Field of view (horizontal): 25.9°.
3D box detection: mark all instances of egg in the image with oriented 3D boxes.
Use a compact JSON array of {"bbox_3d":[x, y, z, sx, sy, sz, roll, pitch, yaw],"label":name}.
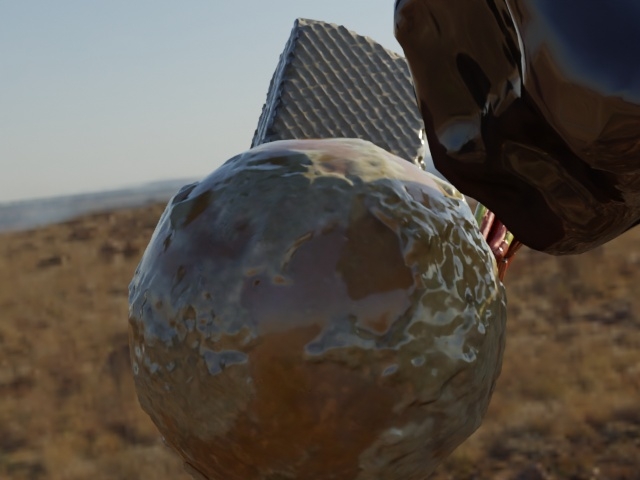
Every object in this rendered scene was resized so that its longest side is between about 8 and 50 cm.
[{"bbox_3d":[-0.006,0.046,0.745,0.203,0.203,0.245,-7,-12,-21],"label":"egg"}]

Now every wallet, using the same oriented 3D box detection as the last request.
[{"bbox_3d":[0.184,0.060,1.672,0.067,0.241,0.141,22,40,7],"label":"wallet"}]

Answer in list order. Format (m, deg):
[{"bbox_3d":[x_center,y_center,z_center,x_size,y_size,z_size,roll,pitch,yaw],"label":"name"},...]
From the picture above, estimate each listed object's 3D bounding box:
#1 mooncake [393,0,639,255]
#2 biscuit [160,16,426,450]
[{"bbox_3d":[0.157,-0.126,0.537,0.334,0.174,0.326,-34,-6,29],"label":"mooncake"},{"bbox_3d":[0.000,0.000,1.031,0.144,0.426,0.078,23,-44,-9],"label":"biscuit"}]
